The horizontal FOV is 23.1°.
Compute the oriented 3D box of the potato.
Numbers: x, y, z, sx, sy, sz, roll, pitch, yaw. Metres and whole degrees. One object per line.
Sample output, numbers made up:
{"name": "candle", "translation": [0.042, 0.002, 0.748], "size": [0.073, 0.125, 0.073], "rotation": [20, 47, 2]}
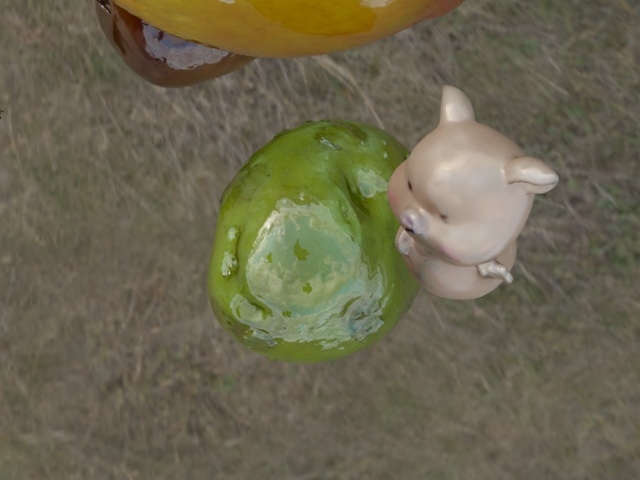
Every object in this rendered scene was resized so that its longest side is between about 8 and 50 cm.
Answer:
{"name": "potato", "translation": [0.000, 0.000, 1.205], "size": [0.148, 0.253, 0.186], "rotation": [-5, 87, 21]}

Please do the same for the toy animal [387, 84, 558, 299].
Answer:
{"name": "toy animal", "translation": [0.078, -0.017, 0.869], "size": [0.083, 0.089, 0.150], "rotation": [25, 153, 6]}

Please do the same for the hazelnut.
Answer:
{"name": "hazelnut", "translation": [-0.120, -0.245, 1.442], "size": [0.229, 0.229, 0.230], "rotation": [-5, 118, -10]}

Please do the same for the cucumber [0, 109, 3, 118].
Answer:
{"name": "cucumber", "translation": [-0.427, -0.129, 1.680], "size": [0.181, 0.053, 0.053], "rotation": [3, 117, -30]}

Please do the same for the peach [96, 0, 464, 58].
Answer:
{"name": "peach", "translation": [-0.031, -0.292, 1.176], "size": [0.372, 0.290, 0.373], "rotation": [2, 106, 7]}
